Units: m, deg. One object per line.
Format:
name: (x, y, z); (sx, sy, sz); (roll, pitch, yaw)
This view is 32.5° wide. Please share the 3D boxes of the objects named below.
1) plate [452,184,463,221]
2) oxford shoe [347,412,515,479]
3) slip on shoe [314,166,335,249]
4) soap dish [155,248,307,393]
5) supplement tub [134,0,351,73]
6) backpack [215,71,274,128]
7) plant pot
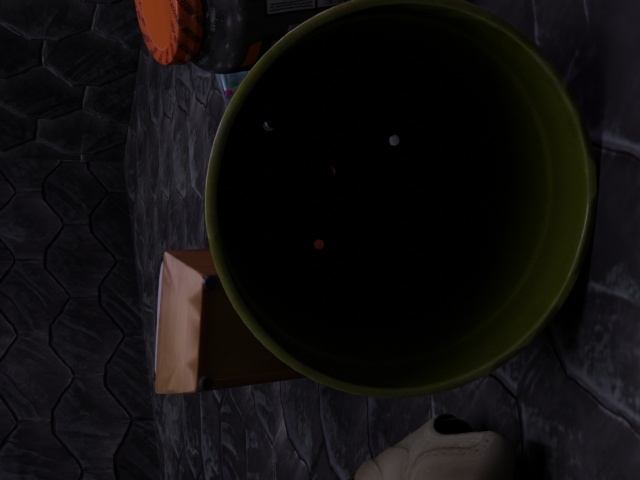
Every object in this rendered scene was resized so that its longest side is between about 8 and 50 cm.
plate: (0.144, 0.009, 1.336); (0.188, 0.024, 0.188); (-179, 90, -71)
oxford shoe: (0.133, 0.277, 1.251); (0.147, 0.140, 0.397); (-60, 9, -12)
slip on shoe: (0.000, 0.000, 1.646); (0.331, 0.123, 0.101); (-100, 24, -44)
soap dish: (-0.117, 0.127, 1.753); (0.118, 0.290, 0.229); (17, 106, 52)
supplement tub: (-0.058, -0.331, 1.430); (0.207, 0.338, 0.207); (40, 136, 53)
backpack: (-0.077, -0.315, 1.675); (0.225, 0.191, 0.254); (-95, 0, -68)
plant pot: (0.042, -0.059, 1.154); (0.353, 0.366, 0.367); (-148, 60, -75)
